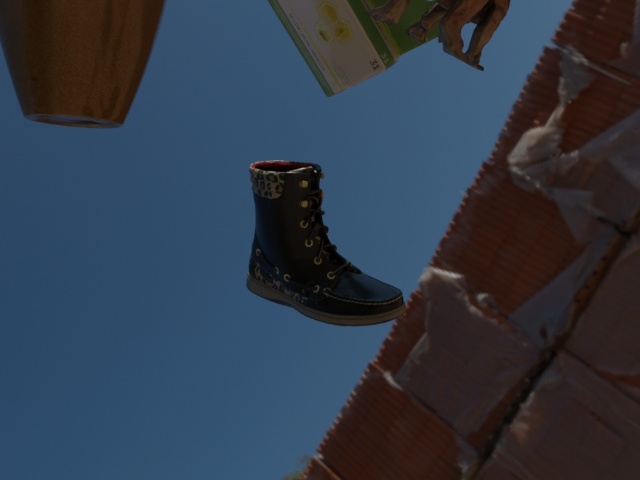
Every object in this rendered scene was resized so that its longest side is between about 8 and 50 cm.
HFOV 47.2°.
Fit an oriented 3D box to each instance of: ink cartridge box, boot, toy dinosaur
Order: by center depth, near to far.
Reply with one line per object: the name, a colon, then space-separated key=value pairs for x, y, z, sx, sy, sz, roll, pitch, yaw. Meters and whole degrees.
toy dinosaur: x=0.162 y=-0.302 z=0.784 sx=0.296 sy=0.127 sz=0.200 roll=-11 pitch=-50 yaw=-63
boot: x=-0.002 y=0.000 z=0.912 sx=0.085 sy=0.237 sz=0.178 roll=-23 pitch=-61 yaw=-48
ink cartridge box: x=0.056 y=-0.307 z=0.968 sx=0.056 sy=0.235 sz=0.171 roll=-46 pitch=-69 yaw=-38

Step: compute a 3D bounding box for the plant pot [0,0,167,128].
plant pot: x=-0.299 y=-0.272 z=0.904 sx=0.237 sy=0.237 sz=0.254 roll=0 pitch=-86 yaw=-56
